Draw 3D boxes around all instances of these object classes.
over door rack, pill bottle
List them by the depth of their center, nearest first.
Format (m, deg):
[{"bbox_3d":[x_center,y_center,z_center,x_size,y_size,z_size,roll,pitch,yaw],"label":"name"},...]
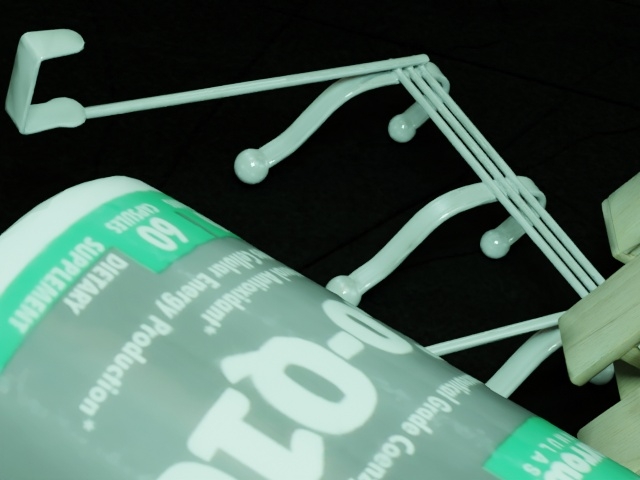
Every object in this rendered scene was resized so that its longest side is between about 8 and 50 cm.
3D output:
[{"bbox_3d":[0.016,0.144,0.737,0.361,0.204,0.204,30,48,15],"label":"pill bottle"},{"bbox_3d":[0.000,0.000,1.049,0.324,0.108,0.239,-2,44,-43],"label":"over door rack"}]

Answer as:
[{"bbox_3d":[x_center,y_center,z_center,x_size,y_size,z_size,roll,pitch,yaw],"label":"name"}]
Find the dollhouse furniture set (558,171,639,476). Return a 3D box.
[{"bbox_3d":[0.253,0.041,0.987,0.212,0.161,0.242,27,39,-29],"label":"dollhouse furniture set"}]
